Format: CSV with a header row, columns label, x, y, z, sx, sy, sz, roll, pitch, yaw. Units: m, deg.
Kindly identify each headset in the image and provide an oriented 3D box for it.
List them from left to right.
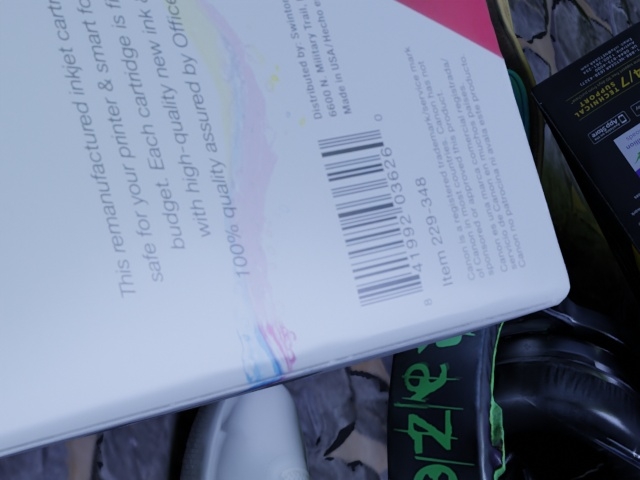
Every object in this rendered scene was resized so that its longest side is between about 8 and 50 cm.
label,x,y,z,sx,sy,sz,roll,pitch,yaw
headset,0.152,0.156,0.968,0.394,0.185,0.243,45,41,-58

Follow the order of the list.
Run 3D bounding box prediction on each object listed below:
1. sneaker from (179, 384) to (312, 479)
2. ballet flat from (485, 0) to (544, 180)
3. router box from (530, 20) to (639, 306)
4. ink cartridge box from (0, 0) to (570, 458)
label,x,y,z,sx,sy,sz,roll,pitch,yaw
sneaker,-0.008,0.158,0.829,0.080,0.094,0.212,22,59,-46
ballet flat,0.097,-0.098,1.102,0.073,0.080,0.232,25,57,-65
router box,0.250,0.047,1.080,0.243,0.081,0.309,61,6,33
ink cartridge box,-0.075,-0.043,0.721,0.306,0.131,0.226,-11,85,-35
